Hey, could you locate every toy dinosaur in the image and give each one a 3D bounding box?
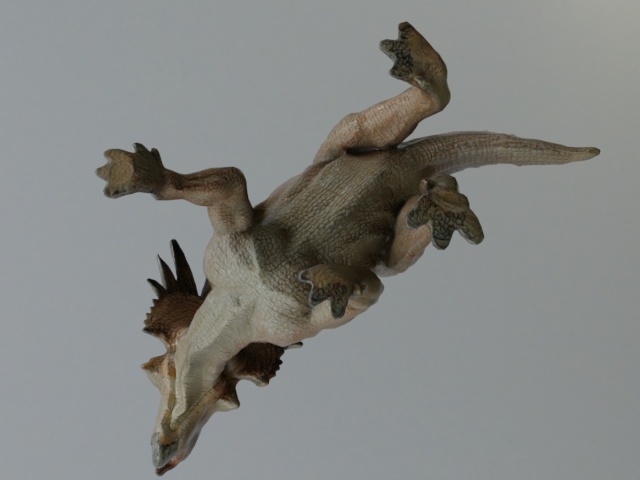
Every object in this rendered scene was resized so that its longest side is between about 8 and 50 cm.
[{"bbox_3d":[0.000,0.000,0.485,0.127,0.296,0.200,58,169,14],"label":"toy dinosaur"}]
